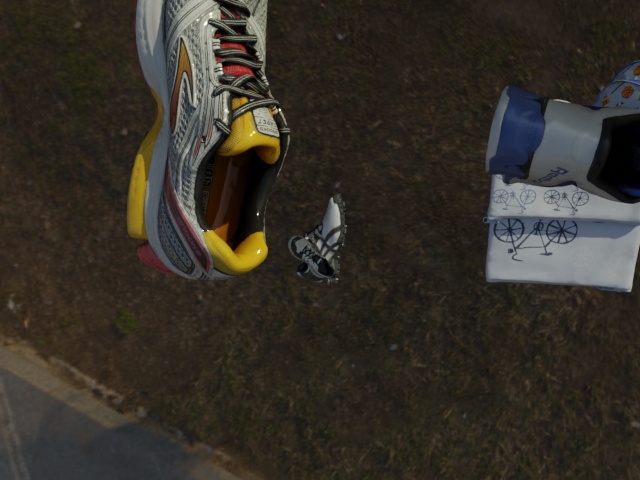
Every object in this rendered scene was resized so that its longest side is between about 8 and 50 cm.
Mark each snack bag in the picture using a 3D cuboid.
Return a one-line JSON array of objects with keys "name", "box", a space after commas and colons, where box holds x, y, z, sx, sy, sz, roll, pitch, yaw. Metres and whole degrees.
[{"name": "snack bag", "box": [0.501, -0.046, 1.324, 0.322, 0.037, 0.343, 3, 116, 8]}]

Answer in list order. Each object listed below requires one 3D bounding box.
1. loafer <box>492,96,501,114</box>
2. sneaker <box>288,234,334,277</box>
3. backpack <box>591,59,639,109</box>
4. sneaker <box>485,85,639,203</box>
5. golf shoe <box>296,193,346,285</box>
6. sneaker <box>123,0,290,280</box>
[{"name": "loafer", "box": [0.443, -0.316, 1.570, 0.045, 0.125, 0.039, 8, 81, 6]}, {"name": "sneaker", "box": [-0.010, 0.022, 0.907, 0.032, 0.083, 0.037, -55, 31, -14]}, {"name": "backpack", "box": [0.782, -0.299, 1.554, 0.276, 0.213, 0.264, 41, 118, 44]}, {"name": "sneaker", "box": [0.321, -0.106, 0.794, 0.182, 0.315, 0.128, 19, 104, 22]}, {"name": "golf shoe", "box": [0.000, 0.000, 1.270, 0.093, 0.077, 0.198, 7, 115, -4]}, {"name": "sneaker", "box": [-0.053, -0.085, 0.384, 0.092, 0.088, 0.226, 12, 102, 42]}]
